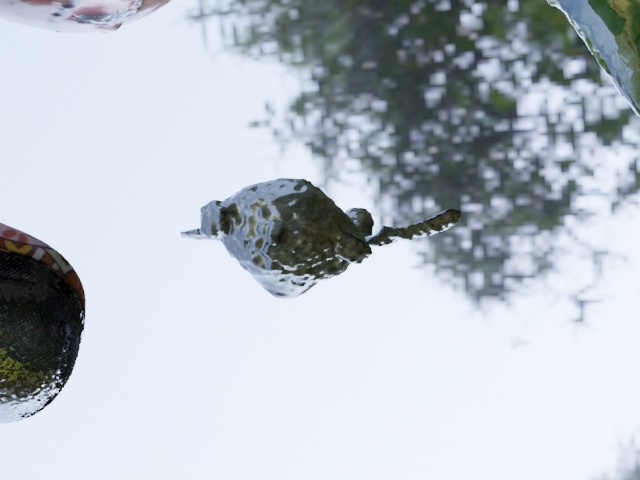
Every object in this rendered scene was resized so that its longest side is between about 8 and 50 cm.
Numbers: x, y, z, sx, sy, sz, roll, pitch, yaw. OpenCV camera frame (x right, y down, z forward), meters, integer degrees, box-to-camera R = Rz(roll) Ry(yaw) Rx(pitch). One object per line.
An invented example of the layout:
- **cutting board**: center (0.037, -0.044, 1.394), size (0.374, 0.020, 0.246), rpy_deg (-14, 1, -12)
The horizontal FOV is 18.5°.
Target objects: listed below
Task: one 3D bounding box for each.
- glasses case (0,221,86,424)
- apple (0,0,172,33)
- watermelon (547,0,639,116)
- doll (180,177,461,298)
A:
- **glasses case**: center (-0.238, 0.015, 0.887), size (0.267, 0.103, 0.067), rpy_deg (18, -144, -12)
- **apple**: center (-0.111, -0.194, 0.873), size (0.164, 0.209, 0.209), rpy_deg (4, -93, -61)
- **watermelon**: center (0.260, -0.215, 1.250), size (0.331, 0.331, 0.189), rpy_deg (-53, -18, -32)
- **doll**: center (-0.017, -0.003, 1.535), size (0.203, 0.286, 0.091), rpy_deg (11, -88, -17)
